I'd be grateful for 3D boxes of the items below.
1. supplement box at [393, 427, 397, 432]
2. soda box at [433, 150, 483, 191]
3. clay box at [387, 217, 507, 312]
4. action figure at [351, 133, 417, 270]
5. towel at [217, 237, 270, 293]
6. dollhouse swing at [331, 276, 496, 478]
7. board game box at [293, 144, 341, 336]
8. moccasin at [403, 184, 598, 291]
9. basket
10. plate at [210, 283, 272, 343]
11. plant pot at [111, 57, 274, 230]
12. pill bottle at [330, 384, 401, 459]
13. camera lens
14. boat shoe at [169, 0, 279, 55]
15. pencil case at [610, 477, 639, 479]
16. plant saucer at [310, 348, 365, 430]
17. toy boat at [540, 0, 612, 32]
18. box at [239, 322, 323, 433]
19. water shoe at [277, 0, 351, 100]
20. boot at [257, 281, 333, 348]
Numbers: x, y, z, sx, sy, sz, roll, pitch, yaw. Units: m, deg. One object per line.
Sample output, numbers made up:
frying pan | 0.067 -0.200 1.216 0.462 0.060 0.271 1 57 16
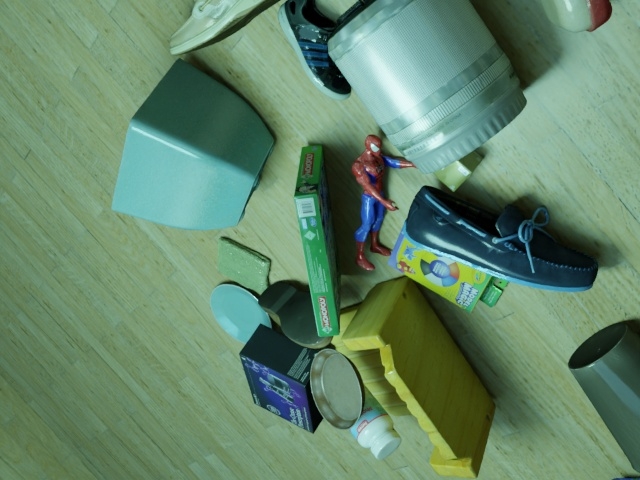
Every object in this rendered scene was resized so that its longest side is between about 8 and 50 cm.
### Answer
supplement box | 0.122 0.406 1.646 0.043 0.055 0.083 52 178 -29
soda box | 0.194 -0.175 1.315 0.181 0.061 0.058 43 136 2
clay box | 0.250 0.046 1.441 0.222 0.053 0.127 31 134 14
action figure | 0.130 -0.067 1.420 0.139 0.091 0.281 18 131 32
towel | -0.184 0.059 1.776 0.148 0.027 0.110 24 131 20
dollhouse swing | 0.137 0.305 1.564 0.304 0.315 0.347 -27 104 33
board game box | 0.000 0.000 1.476 0.046 0.214 0.318 -6 121 5
moccasin | 0.311 -0.007 1.291 0.341 0.138 0.117 16 112 13
basket | 0.561 0.272 1.322 0.227 0.154 0.204 49 137 1
plate | -0.196 0.183 1.876 0.188 0.024 0.188 19 131 23
plant pot | -0.242 -0.165 1.514 0.252 0.247 0.248 24 134 -3
pill bottle | 0.097 0.377 1.573 0.160 0.087 0.087 47 142 35
camera lens | 0.161 -0.270 1.158 0.219 0.219 0.274 -28 102 44
boat shoe | -0.176 -0.435 1.364 0.302 0.109 0.098 -22 101 37
pencil case | 0.660 0.475 1.387 0.133 0.119 0.306 24 144 -13
plant saucer | 0.039 0.303 1.535 0.168 0.029 0.169 13 107 50
toy boat | 0.357 -0.407 1.003 0.151 0.151 0.231 -23 109 11
box | -0.080 0.338 1.808 0.184 0.103 0.261 24 148 23
water shoe | 0.002 -0.343 1.323 0.080 0.073 0.203 -26 104 41
boot | -0.032 0.182 1.652 0.115 0.112 0.305 53 169 -24
